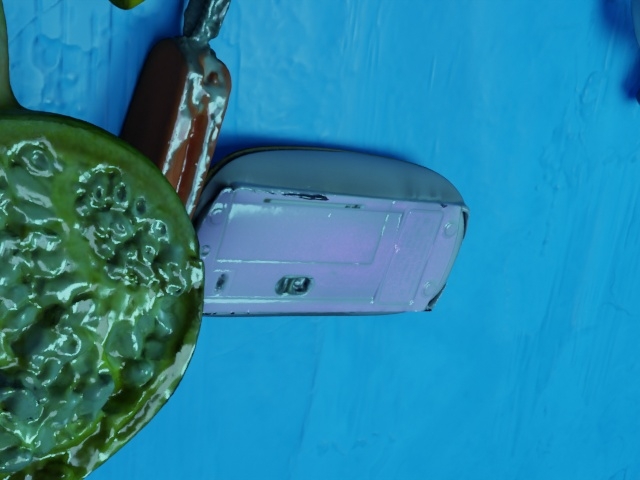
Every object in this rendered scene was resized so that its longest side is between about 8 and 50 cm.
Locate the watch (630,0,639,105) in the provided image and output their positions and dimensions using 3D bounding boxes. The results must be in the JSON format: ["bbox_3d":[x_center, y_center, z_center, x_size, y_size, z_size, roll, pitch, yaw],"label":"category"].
[{"bbox_3d":[0.399,-0.227,1.220,0.211,0.211,0.193,-36,114,-16],"label":"watch"}]

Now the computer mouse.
[{"bbox_3d":[0.000,0.000,1.094,0.310,0.072,0.158,2,115,-38],"label":"computer mouse"}]

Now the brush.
[{"bbox_3d":[-0.119,-0.071,0.965,0.051,0.070,0.323,6,110,-44],"label":"brush"}]

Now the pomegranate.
[{"bbox_3d":[-0.254,0.003,0.824,0.309,0.216,0.359,-9,90,-34],"label":"pomegranate"}]

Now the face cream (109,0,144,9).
[{"bbox_3d":[-0.051,-0.269,0.895,0.273,0.078,0.078,-37,132,-16],"label":"face cream"}]
